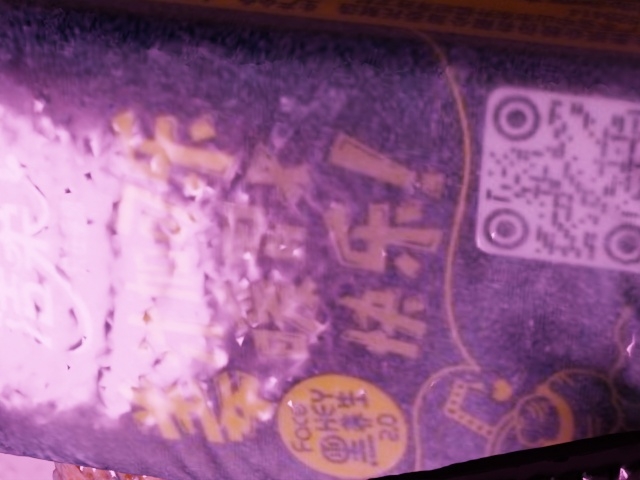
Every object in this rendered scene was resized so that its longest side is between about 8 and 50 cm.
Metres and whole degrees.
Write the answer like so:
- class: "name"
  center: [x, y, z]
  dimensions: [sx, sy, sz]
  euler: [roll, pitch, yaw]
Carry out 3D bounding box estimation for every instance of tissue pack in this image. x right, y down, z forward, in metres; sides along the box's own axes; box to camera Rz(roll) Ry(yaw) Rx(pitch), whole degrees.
- class: "tissue pack"
  center: [0.000, 0.000, 0.639]
  dimensions: [0.257, 0.081, 0.185]
  euler: [8, 121, 11]

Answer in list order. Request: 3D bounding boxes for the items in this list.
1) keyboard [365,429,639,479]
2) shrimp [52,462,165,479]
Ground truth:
- class: "keyboard"
  center: [0.128, 0.093, 0.621]
  dimensions: [0.250, 0.017, 0.087]
  euler: [-7, 124, -16]
- class: "shrimp"
  center: [-0.034, 0.113, 0.749]
  dimensions: [0.161, 0.034, 0.091]
  euler: [23, 135, 10]
